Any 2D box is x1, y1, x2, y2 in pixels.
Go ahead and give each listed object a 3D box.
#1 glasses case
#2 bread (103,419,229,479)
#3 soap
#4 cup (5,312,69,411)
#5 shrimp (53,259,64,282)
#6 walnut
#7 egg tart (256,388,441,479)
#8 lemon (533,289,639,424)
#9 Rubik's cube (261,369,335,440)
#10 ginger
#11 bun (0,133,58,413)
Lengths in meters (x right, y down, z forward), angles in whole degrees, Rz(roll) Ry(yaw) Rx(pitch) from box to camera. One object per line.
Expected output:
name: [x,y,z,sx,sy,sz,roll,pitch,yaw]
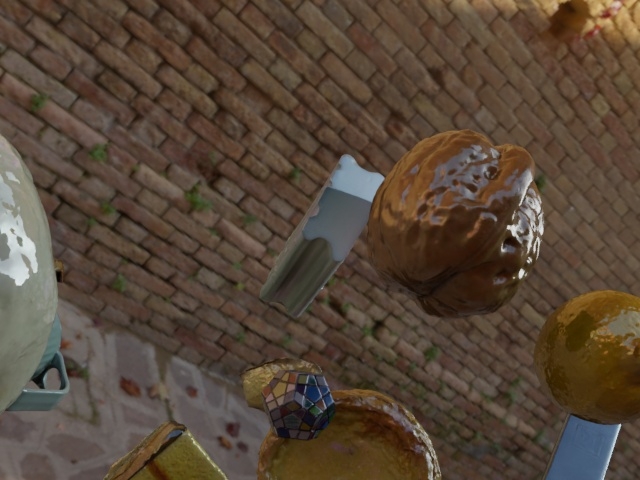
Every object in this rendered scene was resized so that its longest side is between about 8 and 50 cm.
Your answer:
glasses case: [0.463,0.359,1.223,0.105,0.056,0.266,41,49,1]
bread: [-0.238,0.464,1.237,0.264,0.168,0.163,53,-22,-6]
soap: [0.000,0.000,1.289,0.095,0.289,0.172,30,50,-5]
cup: [-0.880,0.288,1.919,0.401,0.310,0.392,12,3,2]
shrimp: [-0.625,0.098,1.635,0.045,0.095,0.162,15,-32,0]
walnut: [0.181,-0.026,0.937,0.224,0.257,0.257,41,11,-13]
egg tart: [0.041,0.375,1.115,0.294,0.294,0.123,47,-15,16]
lemon: [0.394,0.162,0.988,0.187,0.187,0.244,44,-15,0]
Rubik's cube: [-0.031,0.234,1.013,0.111,0.093,0.111,8,-9,1]
ginger: [-0.077,0.348,1.675,0.122,0.193,0.115,48,28,-60]
bun: [-0.314,0.035,0.439,0.287,0.287,0.146,42,2,-13]
